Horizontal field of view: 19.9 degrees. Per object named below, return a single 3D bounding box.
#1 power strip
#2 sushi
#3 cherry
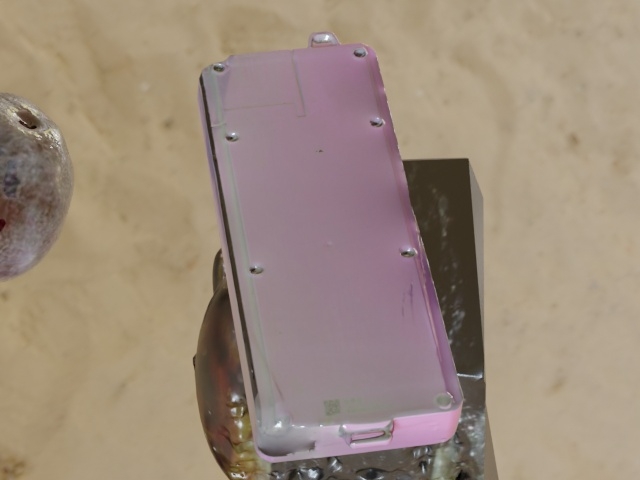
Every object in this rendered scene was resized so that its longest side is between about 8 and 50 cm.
[{"bbox_3d":[0.000,0.000,1.014,0.109,0.037,0.278,-6,55,-8],"label":"power strip"},{"bbox_3d":[0.015,0.092,1.263,0.213,0.227,0.215,-4,66,1],"label":"sushi"},{"bbox_3d":[-0.329,-0.057,1.803,0.195,0.195,0.195,19,57,-33],"label":"cherry"}]
